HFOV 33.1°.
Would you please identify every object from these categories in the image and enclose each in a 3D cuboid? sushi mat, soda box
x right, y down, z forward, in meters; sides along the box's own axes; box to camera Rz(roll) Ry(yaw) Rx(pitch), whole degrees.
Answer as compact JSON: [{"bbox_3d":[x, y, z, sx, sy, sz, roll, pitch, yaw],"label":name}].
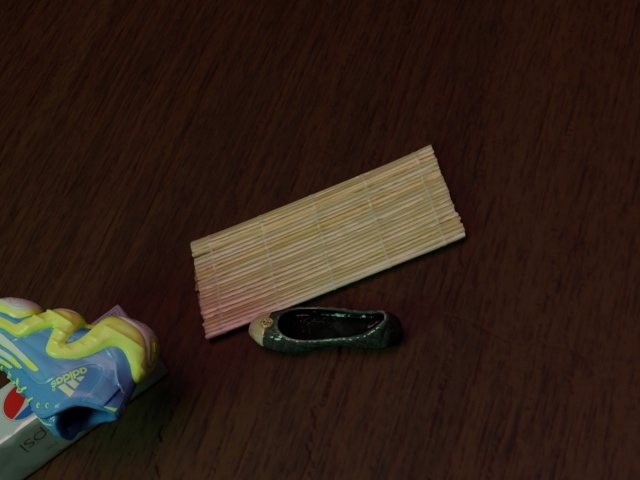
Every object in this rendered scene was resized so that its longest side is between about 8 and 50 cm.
[{"bbox_3d":[0.000,0.000,1.231,0.317,0.019,0.151,-22,50,6],"label":"sushi mat"},{"bbox_3d":[-0.279,0.170,1.179,0.216,0.074,0.069,-36,49,-6],"label":"soda box"}]

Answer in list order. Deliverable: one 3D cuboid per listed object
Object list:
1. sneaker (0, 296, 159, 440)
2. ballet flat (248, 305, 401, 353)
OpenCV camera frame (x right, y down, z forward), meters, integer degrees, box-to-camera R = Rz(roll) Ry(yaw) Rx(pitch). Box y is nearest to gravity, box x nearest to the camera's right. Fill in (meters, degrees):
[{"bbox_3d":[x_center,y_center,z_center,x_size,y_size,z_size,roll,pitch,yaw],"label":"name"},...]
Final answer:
[{"bbox_3d":[-0.288,0.132,1.102,0.240,0.091,0.126,1,57,21],"label":"sneaker"},{"bbox_3d":[0.003,0.087,1.140,0.173,0.049,0.057,-3,52,21],"label":"ballet flat"}]
